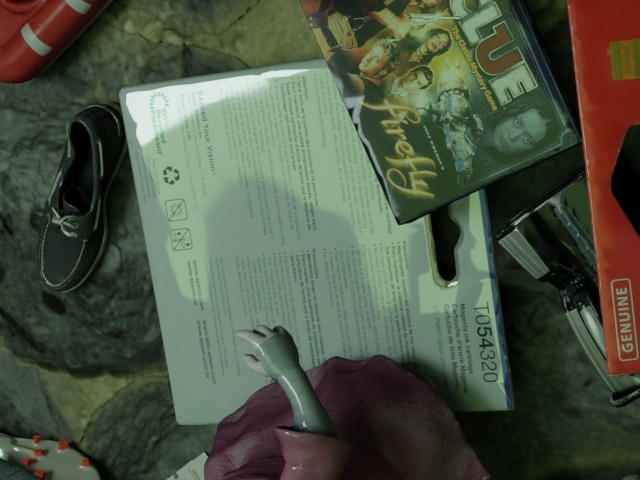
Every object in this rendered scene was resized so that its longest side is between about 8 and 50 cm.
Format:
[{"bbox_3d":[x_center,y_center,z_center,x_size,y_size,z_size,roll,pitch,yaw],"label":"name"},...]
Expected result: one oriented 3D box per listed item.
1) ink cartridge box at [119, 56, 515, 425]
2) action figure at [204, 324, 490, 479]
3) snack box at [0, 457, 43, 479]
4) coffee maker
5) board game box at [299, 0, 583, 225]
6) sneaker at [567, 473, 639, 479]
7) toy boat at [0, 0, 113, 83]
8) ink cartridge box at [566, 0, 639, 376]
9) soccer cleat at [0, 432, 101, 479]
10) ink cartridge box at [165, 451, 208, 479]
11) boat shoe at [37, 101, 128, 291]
[{"bbox_3d":[0.000,0.000,1.170,0.330,0.071,0.324,-5,99,19],"label":"ink cartridge box"},{"bbox_3d":[-0.036,0.224,0.997,0.248,0.370,0.275,-40,91,25],"label":"action figure"},{"bbox_3d":[-0.288,0.336,1.295,0.207,0.070,0.174,23,104,15],"label":"snack box"},{"bbox_3d":[0.256,0.015,1.048,0.171,0.120,0.178,-34,88,2],"label":"coffee maker"},{"bbox_3d":[0.090,-0.156,1.048,0.165,0.042,0.243,-25,86,20],"label":"board game box"},{"bbox_3d":[0.240,0.328,1.133,0.121,0.099,0.262,-2,93,32],"label":"sneaker"},{"bbox_3d":[-0.287,-0.249,1.195,0.231,0.151,0.151,-40,84,26],"label":"toy boat"},{"bbox_3d":[0.329,-0.053,0.948,0.261,0.066,0.296,-7,91,2],"label":"ink cartridge box"},{"bbox_3d":[-0.315,0.243,1.371,0.196,0.068,0.076,14,128,18],"label":"soccer cleat"},{"bbox_3d":[-0.124,0.246,1.301,0.083,0.028,0.048,-39,85,26],"label":"ink cartridge box"},{"bbox_3d":[-0.245,-0.038,1.271,0.075,0.065,0.206,28,111,16],"label":"boat shoe"}]
